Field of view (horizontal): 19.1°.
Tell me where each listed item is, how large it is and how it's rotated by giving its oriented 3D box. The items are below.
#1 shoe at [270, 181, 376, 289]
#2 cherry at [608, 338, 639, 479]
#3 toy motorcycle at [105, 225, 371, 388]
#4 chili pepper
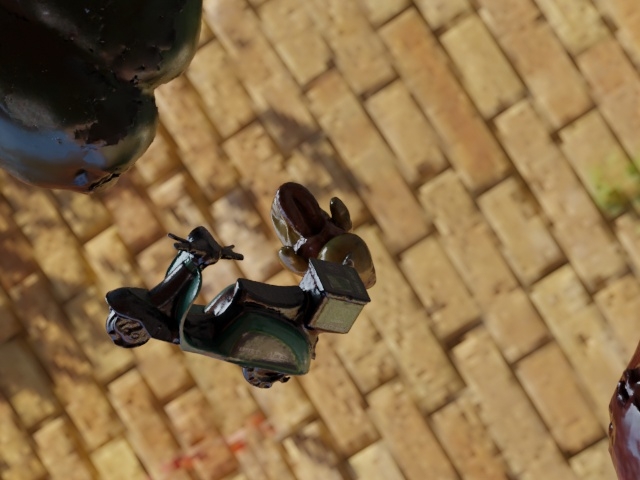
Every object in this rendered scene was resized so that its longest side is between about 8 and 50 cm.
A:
[{"bbox_3d":[-0.004,0.000,1.588,0.069,0.072,0.109,78,167,-65],"label":"shoe"},{"bbox_3d":[0.268,0.123,1.035,0.249,0.175,0.192,43,155,41],"label":"cherry"},{"bbox_3d":[-0.062,0.044,1.295,0.173,0.100,0.058,14,-150,-29],"label":"toy motorcycle"},{"bbox_3d":[-0.204,-0.171,1.278,0.256,0.233,0.248,29,167,-8],"label":"chili pepper"}]
